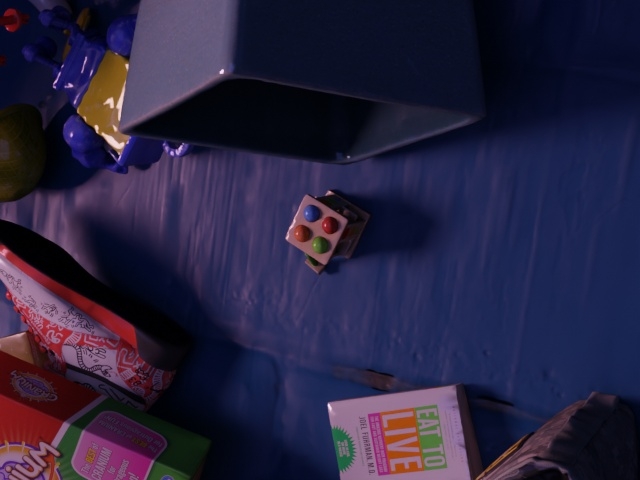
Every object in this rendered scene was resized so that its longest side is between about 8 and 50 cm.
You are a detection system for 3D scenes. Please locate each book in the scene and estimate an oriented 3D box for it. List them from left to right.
[{"bbox_3d":[0.082,0.198,1.372,0.144,0.035,0.096,-12,87,28],"label":"book"}]

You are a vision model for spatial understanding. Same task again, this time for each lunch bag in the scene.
[{"bbox_3d":[0.191,0.283,1.212,0.169,0.235,0.287,15,103,22],"label":"lunch bag"}]

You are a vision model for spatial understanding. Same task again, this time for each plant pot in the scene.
[{"bbox_3d":[-0.020,-0.222,1.219,0.248,0.247,0.252,-15,72,60],"label":"plant pot"}]

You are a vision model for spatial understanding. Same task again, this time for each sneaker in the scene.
[{"bbox_3d":[-0.285,0.099,1.478,0.270,0.090,0.145,32,106,2],"label":"sneaker"}]

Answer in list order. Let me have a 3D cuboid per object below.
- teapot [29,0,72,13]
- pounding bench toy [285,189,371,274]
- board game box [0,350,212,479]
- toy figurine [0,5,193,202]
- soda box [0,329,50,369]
[{"bbox_3d":[-0.333,-0.357,1.377,0.187,0.256,0.252,43,116,23],"label":"teapot"},{"bbox_3d":[0.000,0.000,1.365,0.052,0.065,0.083,32,109,19],"label":"pounding bench toy"},{"bbox_3d":[-0.294,0.256,1.465,0.316,0.064,0.242,22,122,7],"label":"board game box"},{"bbox_3d":[-0.236,-0.129,1.404,0.217,0.191,0.362,36,112,13],"label":"toy figurine"},{"bbox_3d":[-0.314,0.190,1.546,0.061,0.058,0.181,-15,90,26],"label":"soda box"}]
